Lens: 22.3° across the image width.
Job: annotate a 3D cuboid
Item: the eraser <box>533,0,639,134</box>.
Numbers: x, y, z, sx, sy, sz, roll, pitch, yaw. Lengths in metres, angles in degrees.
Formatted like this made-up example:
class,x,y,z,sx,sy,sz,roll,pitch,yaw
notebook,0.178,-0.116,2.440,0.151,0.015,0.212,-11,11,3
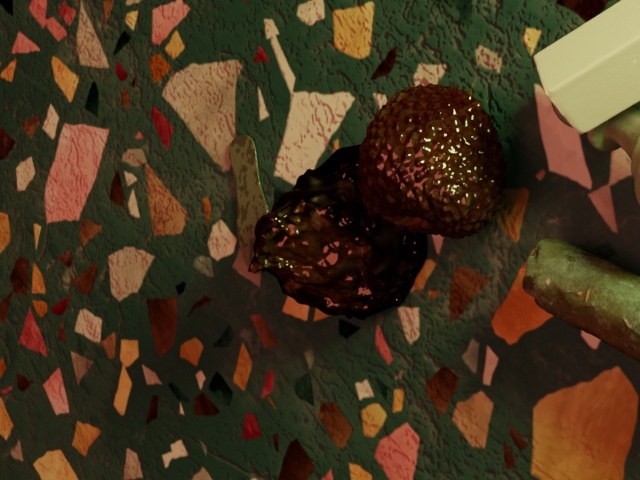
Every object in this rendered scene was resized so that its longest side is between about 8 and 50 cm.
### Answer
class,x,y,z,sx,sy,sz,roll,pitch,yaw
eraser,0.373,-0.229,1.700,0.298,0.076,0.078,-31,36,20

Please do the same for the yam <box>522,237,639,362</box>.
class,x,y,z,sx,sy,sz,roll,pitch,yaw
yam,0.343,0.081,1.800,0.259,0.093,0.093,29,110,38

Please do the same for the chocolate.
class,x,y,z,sx,sy,sz,roll,pitch,yaw
chocolate,0.000,0.000,2.044,0.206,0.177,0.224,44,120,32

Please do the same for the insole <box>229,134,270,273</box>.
class,x,y,z,sx,sy,sz,roll,pitch,yaw
insole,-0.096,-0.050,2.238,0.065,0.006,0.193,-14,82,41

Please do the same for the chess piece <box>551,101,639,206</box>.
class,x,y,z,sx,sy,sz,roll,pitch,yaw
chess piece,0.338,-0.126,1.791,0.272,0.139,0.139,41,118,46

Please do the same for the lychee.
class,x,y,z,sx,sy,sz,roll,pitch,yaw
lychee,0.136,-0.097,1.929,0.188,0.188,0.188,2,93,41
